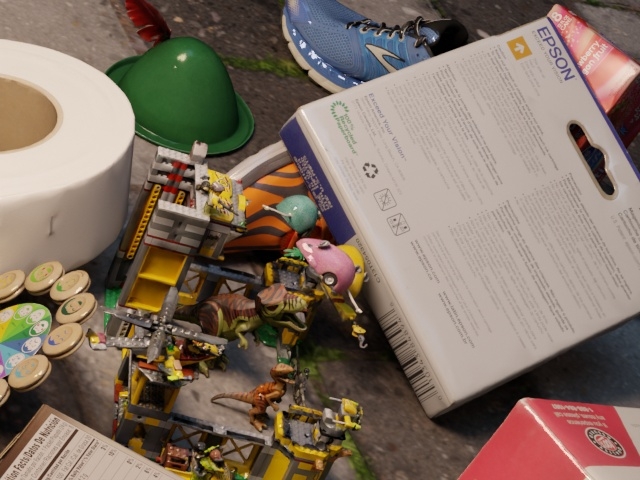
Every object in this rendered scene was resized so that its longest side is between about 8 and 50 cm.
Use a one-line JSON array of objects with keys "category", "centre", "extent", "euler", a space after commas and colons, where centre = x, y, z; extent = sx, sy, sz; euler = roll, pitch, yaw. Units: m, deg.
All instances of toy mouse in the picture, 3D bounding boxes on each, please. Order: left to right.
[{"category": "toy mouse", "centre": [0.000, 0.000, 1.758], "extent": [0.143, 0.031, 0.161], "euler": [45, 11, -34]}]

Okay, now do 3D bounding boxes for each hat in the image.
[{"category": "hat", "centre": [-0.132, -0.210, 2.042], "extent": [0.173, 0.183, 0.208], "euler": [35, 34, 14]}]

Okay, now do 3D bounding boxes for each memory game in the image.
[{"category": "memory game", "centre": [-0.268, 0.081, 1.582], "extent": [0.186, 0.186, 0.012], "euler": [-90, 156, -54]}]

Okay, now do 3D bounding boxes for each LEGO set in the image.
[{"category": "LEGO set", "centre": [-0.071, 0.059, 1.695], "extent": [0.255, 0.192, 0.331], "euler": [20, 33, -9]}]

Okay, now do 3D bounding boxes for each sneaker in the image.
[{"category": "sneaker", "centre": [0.024, -0.015, 1.931], "extent": [0.321, 0.124, 0.180], "euler": [-22, 70, -32]}, {"category": "sneaker", "centre": [0.102, -0.219, 2.247], "extent": [0.330, 0.147, 0.130], "euler": [34, 33, 14]}]

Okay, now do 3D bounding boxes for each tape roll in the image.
[{"category": "tape roll", "centre": [-0.313, -0.077, 1.756], "extent": [0.286, 0.100, 0.286], "euler": [7, 34, -5]}]

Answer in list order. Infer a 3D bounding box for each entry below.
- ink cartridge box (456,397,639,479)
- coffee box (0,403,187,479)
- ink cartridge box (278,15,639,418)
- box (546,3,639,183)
[{"category": "ink cartridge box", "centre": [0.307, 0.319, 1.554], "extent": [0.279, 0.160, 0.385], "euler": [12, 30, -50]}, {"category": "coffee box", "centre": [-0.120, 0.272, 1.385], "extent": [0.297, 0.168, 0.119], "euler": [27, 32, 4]}, {"category": "ink cartridge box", "centre": [0.170, -0.031, 1.910], "extent": [0.330, 0.071, 0.324], "euler": [-22, 79, -31]}, {"category": "box", "centre": [0.240, -0.109, 2.064], "extent": [0.128, 0.257, 0.122], "euler": [42, 11, 25]}]
